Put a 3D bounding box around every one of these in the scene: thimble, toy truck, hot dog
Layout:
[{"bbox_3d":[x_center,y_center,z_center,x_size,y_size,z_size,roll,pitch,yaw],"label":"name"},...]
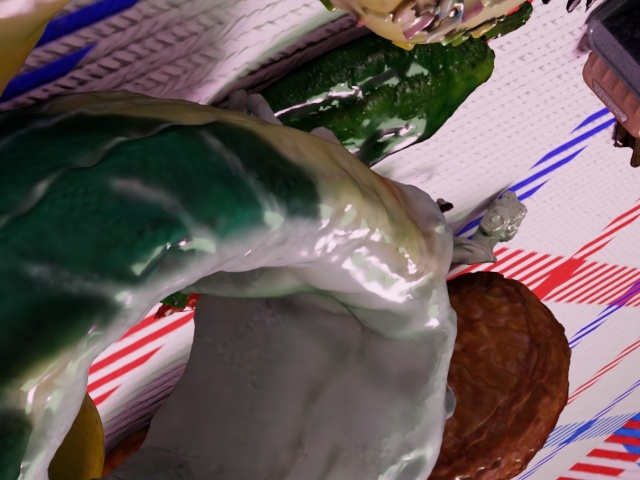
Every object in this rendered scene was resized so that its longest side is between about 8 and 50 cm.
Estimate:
[{"bbox_3d":[-0.077,0.062,0.692,0.288,0.167,0.254,-42,129,-25],"label":"thimble"},{"bbox_3d":[0.238,-0.147,1.027,0.092,0.083,0.192,-27,158,-29],"label":"toy truck"},{"bbox_3d":[0.025,0.158,1.216,0.387,0.174,0.267,-24,174,-32],"label":"hot dog"}]

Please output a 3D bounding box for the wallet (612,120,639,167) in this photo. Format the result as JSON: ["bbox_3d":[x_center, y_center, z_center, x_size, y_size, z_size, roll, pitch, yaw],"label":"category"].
[{"bbox_3d":[0.277,-0.126,1.231,0.110,0.031,0.198,-34,161,-5],"label":"wallet"}]

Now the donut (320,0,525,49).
[{"bbox_3d":[0.075,-0.154,0.731,0.175,0.068,0.174,-33,163,-12],"label":"donut"}]

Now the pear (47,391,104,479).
[{"bbox_3d":[-0.184,0.101,0.820,0.141,0.104,0.141,-17,-167,4],"label":"pear"}]

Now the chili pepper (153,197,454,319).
[{"bbox_3d":[0.000,0.000,1.009,0.268,0.059,0.050,-16,114,-42],"label":"chili pepper"}]

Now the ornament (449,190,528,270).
[{"bbox_3d":[0.115,0.006,1.239,0.092,0.041,0.068,-37,-176,-30],"label":"ornament"}]

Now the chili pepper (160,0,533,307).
[{"bbox_3d":[0.014,-0.061,0.856,0.279,0.065,0.122,-33,170,-7],"label":"chili pepper"}]

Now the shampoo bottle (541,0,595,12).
[{"bbox_3d":[0.163,-0.191,0.827,0.087,0.050,0.183,-27,159,-38],"label":"shampoo bottle"}]

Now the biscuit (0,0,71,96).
[{"bbox_3d":[-0.089,-0.119,0.547,0.208,0.047,0.164,-36,163,-2],"label":"biscuit"}]
